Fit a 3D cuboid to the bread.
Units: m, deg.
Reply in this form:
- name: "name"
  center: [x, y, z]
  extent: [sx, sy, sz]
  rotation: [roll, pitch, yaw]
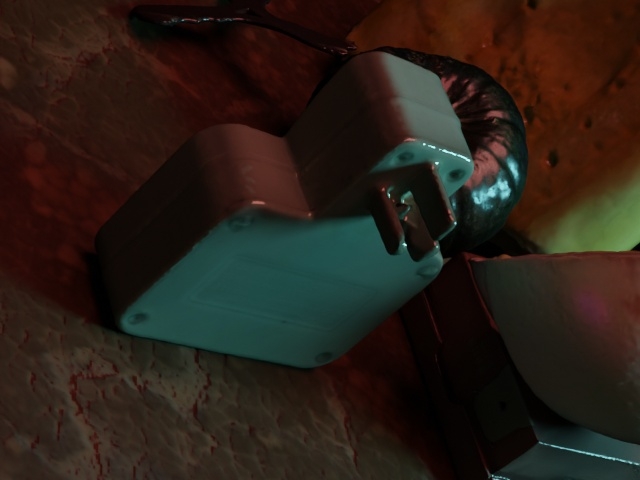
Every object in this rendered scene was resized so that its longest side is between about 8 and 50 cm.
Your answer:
- name: "bread"
  center: [0.270, -0.180, 1.721]
  extent: [0.361, 0.394, 0.250]
  rotation: [50, 15, 8]

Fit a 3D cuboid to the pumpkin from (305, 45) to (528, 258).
- name: "pumpkin"
  center: [0.084, -0.081, 1.550]
  extent: [0.212, 0.152, 0.211]
  rotation: [13, 58, -22]

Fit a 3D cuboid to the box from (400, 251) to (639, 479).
- name: "box"
  center: [0.193, 0.129, 1.546]
  extent: [0.215, 0.086, 0.215]
  rotation: [17, 44, -42]

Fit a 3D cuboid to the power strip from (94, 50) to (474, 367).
- name: "power strip"
  center: [0.000, 0.000, 1.274]
  extent: [0.229, 0.261, 0.141]
  rotation: [16, 43, -42]

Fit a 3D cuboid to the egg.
- name: "egg"
  center: [0.265, 0.089, 1.428]
  extent: [0.271, 0.206, 0.161]
  rotation: [0, 88, -41]

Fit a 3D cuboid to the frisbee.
- name: "frisbee"
  center: [-0.055, -0.197, 1.577]
  extent: [0.187, 0.012, 0.211]
  rotation: [23, 24, 24]

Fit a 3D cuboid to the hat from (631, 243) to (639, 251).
- name: "hat"
  center: [0.470, -0.005, 1.803]
  extent: [0.274, 0.332, 0.242]
  rotation: [5, 50, -46]
